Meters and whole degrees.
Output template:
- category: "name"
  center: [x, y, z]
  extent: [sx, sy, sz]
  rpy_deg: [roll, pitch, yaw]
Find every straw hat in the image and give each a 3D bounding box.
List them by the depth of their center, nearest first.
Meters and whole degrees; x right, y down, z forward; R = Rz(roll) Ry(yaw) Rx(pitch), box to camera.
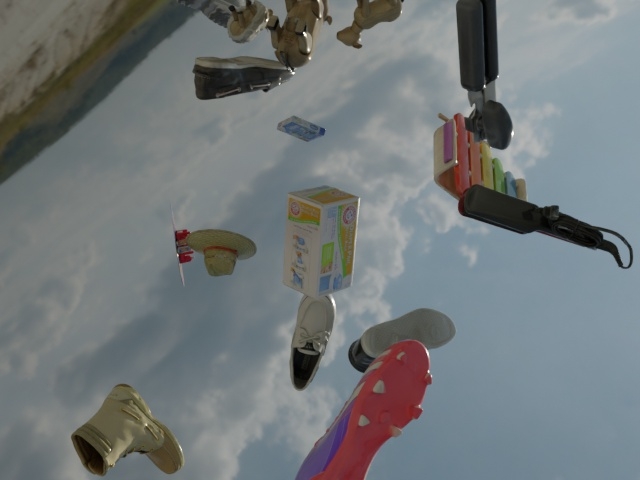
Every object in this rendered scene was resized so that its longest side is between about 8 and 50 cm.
- category: "straw hat"
  center: [-0.188, 0.036, 1.379]
  extent: [0.144, 0.144, 0.061]
  rpy_deg: [-18, -123, 42]

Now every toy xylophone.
- category: "toy xylophone"
  center: [0.348, -0.169, 1.646]
  extent: [0.081, 0.323, 0.236]
  rpy_deg: [-21, -118, 39]

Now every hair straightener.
- category: "hair straightener"
  center: [0.290, -0.015, 0.932]
  extent: [0.089, 0.230, 0.047]
  rpy_deg: [56, 58, -86]

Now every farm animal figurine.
- category: "farm animal figurine"
  center: [-0.004, -0.519, 1.695]
  extent: [0.330, 0.172, 0.327]
  rpy_deg: [30, -106, 21]

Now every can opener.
- category: "can opener"
  center: [0.293, -0.285, 1.261]
  extent: [0.076, 0.283, 0.095]
  rpy_deg: [-39, -133, -26]

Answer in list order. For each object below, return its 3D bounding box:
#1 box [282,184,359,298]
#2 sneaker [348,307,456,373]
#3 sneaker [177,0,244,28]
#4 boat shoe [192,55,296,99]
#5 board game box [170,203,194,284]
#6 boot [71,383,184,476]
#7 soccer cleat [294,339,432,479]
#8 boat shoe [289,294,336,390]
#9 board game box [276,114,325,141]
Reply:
- category: "box"
  center: [0.000, 0.000, 1.512]
  extent: [0.103, 0.203, 0.114]
  rpy_deg: [23, -152, 40]
- category: "sneaker"
  center: [0.193, 0.249, 1.827]
  extent: [0.296, 0.104, 0.147]
  rpy_deg: [-9, 159, -32]
- category: "sneaker"
  center: [-0.312, -0.668, 1.918]
  extent: [0.105, 0.281, 0.115]
  rpy_deg: [-7, -115, 39]
- category: "boat shoe"
  center: [-0.192, -0.407, 1.850]
  extent: [0.112, 0.095, 0.335]
  rpy_deg: [25, -155, 32]
- category: "board game box"
  center: [-0.276, 0.008, 1.496]
  extent: [0.033, 0.133, 0.168]
  rpy_deg: [-9, -128, -8]
- category: "boot"
  center: [-0.451, 0.495, 1.735]
  extent: [0.095, 0.262, 0.203]
  rpy_deg: [-26, -167, 29]
- category: "soccer cleat"
  center: [0.036, 0.214, 0.817]
  extent: [0.095, 0.083, 0.248]
  rpy_deg: [1, -123, 58]
- category: "boat shoe"
  center: [-0.027, 0.243, 1.781]
  extent: [0.088, 0.096, 0.267]
  rpy_deg: [-77, -176, -65]
- category: "board game box"
  center: [-0.047, -0.270, 1.783]
  extent: [0.090, 0.090, 0.020]
  rpy_deg: [-8, -115, 63]
